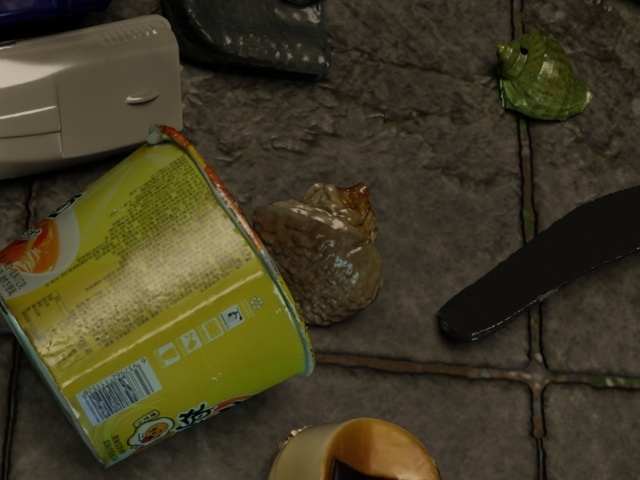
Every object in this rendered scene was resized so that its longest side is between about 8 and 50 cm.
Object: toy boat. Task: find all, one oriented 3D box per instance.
[{"bbox_3d":[-0.265,-0.138,1.345,0.270,0.141,0.140,-9,69,-15],"label":"toy boat"}]

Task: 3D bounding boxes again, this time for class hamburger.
[{"bbox_3d":[0.026,0.257,1.243,0.173,0.116,0.210,12,60,-15],"label":"hamburger"}]

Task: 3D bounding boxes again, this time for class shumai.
[{"bbox_3d":[0.004,0.001,1.359,0.146,0.145,0.116,24,42,0],"label":"shumai"}]

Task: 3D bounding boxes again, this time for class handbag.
[{"bbox_3d":[-0.082,-0.288,1.479,0.175,0.088,0.270,-1,67,-20],"label":"handbag"}]

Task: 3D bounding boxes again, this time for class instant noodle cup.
[{"bbox_3d":[-0.156,0.060,1.225,0.200,0.264,0.264,-33,76,-13],"label":"instant noodle cup"}]

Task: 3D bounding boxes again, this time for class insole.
[{"bbox_3d":[0.250,0.016,1.415,0.309,0.012,0.110,-31,36,-21],"label":"insole"}]

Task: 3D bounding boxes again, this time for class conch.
[{"bbox_3d":[0.231,-0.170,1.506,0.121,0.074,0.089,33,95,-15],"label":"conch"}]

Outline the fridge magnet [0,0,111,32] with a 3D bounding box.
[{"bbox_3d":[-0.299,-0.254,1.338,0.266,0.265,0.112,-10,102,-16],"label":"fridge magnet"}]
